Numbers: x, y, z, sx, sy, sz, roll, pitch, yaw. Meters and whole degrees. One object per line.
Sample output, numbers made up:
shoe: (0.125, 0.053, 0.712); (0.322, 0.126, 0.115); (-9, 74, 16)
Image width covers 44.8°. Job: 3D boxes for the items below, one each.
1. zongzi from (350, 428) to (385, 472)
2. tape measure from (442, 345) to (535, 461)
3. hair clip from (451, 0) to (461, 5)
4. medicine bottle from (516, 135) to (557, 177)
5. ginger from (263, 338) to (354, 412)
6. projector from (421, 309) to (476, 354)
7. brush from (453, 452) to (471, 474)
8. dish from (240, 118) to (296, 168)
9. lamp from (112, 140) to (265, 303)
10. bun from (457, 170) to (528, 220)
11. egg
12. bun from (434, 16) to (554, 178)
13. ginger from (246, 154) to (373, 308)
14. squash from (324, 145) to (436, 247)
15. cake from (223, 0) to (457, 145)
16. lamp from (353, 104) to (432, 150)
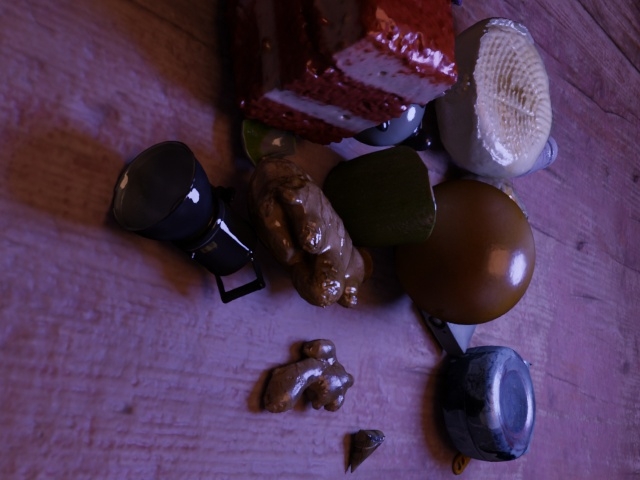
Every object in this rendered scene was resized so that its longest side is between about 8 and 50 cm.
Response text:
zongzi: (0.090, 0.404, 1.490); (0.076, 0.040, 0.083); (20, 82, -55)
tape measure: (0.384, 0.369, 1.759); (0.275, 0.147, 0.256); (26, 61, -46)
hair clip: (0.359, -0.652, 1.922); (0.278, 0.090, 0.137); (-15, 110, -43)
medicine bottle: (0.557, -0.232, 2.084); (0.168, 0.105, 0.105); (-21, 101, -49)
ginger: (-0.013, 0.255, 1.363); (0.214, 0.059, 0.133); (-36, 108, -48)
projector: (0.290, 0.166, 1.740); (0.147, 0.061, 0.115); (58, 45, -28)
brush: (0.379, 0.465, 1.848); (0.272, 0.013, 0.103); (-35, 111, -46)
dish: (-0.097, -0.164, 1.333); (0.137, 0.039, 0.091); (-15, 91, -53)
lamp: (-0.179, -0.032, 1.159); (0.227, 0.147, 0.172); (43, 30, -49)
bun: (0.416, -0.040, 1.855); (0.287, 0.146, 0.287); (9, 78, -52)
egg: (0.287, 0.024, 1.564); (0.351, 0.282, 0.283); (-88, 153, -63)
bun: (0.378, -0.323, 1.803); (0.364, 0.202, 0.364); (4, 85, -46)
ginger: (0.013, 0.012, 1.303); (0.375, 0.236, 0.166); (32, 98, -40)
squash: (0.148, -0.083, 1.446); (0.189, 0.260, 0.189); (11, 75, -45)
cake: (0.029, -0.345, 1.270); (0.270, 0.319, 0.269); (11, 67, -48)
lamp: (0.127, -0.267, 1.514); (0.244, 0.197, 0.198); (26, 65, -58)
